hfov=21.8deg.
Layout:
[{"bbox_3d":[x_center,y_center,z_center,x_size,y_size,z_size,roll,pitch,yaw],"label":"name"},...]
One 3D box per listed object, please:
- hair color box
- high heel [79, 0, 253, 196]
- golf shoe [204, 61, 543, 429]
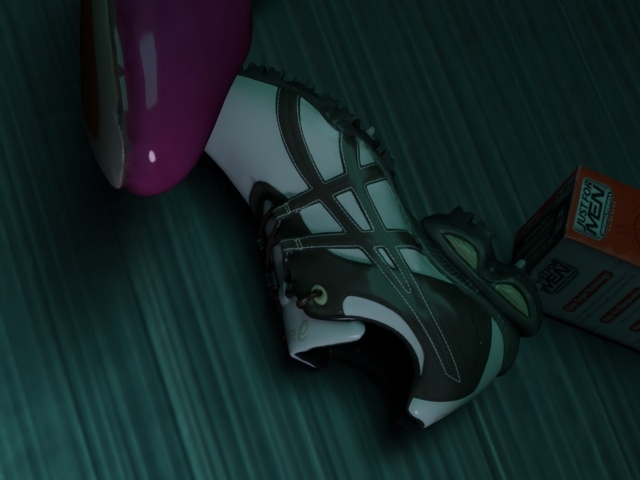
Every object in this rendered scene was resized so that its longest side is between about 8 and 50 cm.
[{"bbox_3d":[0.167,0.022,0.783,0.141,0.072,0.043,21,60,-9],"label":"hair color box"},{"bbox_3d":[-0.008,-0.155,0.740,0.181,0.127,0.377,6,48,-7],"label":"high heel"},{"bbox_3d":[0.000,0.000,0.732,0.198,0.077,0.094,38,67,10],"label":"golf shoe"}]
